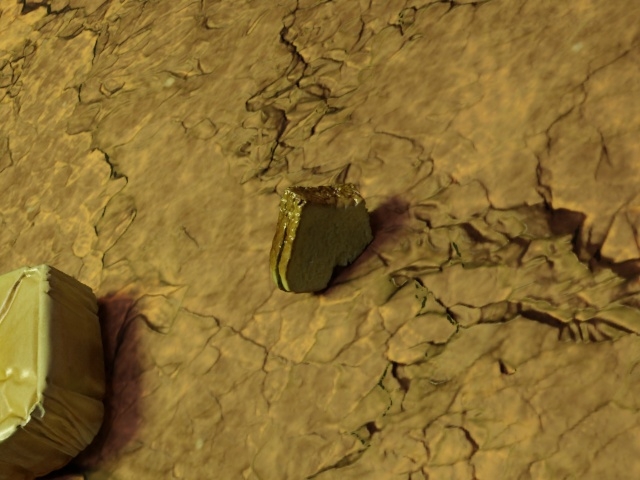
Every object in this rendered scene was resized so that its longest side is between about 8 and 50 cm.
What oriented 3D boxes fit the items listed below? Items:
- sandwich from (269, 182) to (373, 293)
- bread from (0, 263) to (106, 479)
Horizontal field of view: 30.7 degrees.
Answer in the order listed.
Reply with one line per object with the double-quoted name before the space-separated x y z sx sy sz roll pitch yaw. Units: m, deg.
"sandwich" 0.000 0.000 1.041 0.036 0.093 0.104 46 126 46
"bread" -0.310 0.143 1.157 0.192 0.110 0.209 -27 47 14
